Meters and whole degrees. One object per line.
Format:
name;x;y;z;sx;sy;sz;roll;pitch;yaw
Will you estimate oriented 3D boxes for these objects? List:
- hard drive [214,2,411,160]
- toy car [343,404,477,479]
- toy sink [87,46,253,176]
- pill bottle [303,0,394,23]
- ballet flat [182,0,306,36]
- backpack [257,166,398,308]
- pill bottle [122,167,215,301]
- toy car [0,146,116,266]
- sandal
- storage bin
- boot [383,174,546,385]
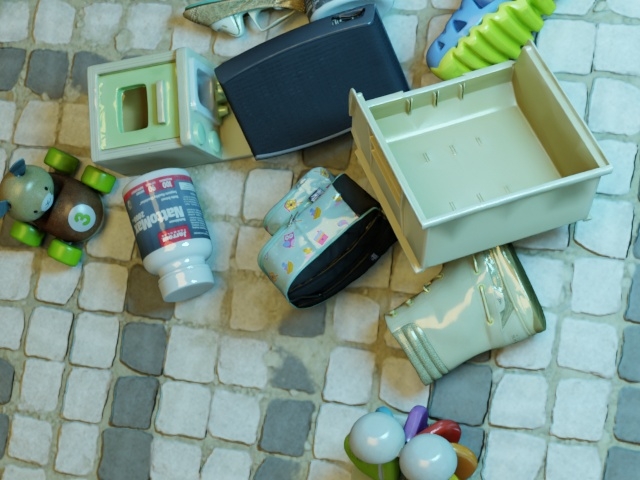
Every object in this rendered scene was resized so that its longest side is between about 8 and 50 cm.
hard drive;-0.010;-0.220;1.928;0.254;0.054;0.172;-20;110;11
toy car;0.125;0.287;1.811;0.182;0.159;0.136;20;54;22
toy sink;-0.218;-0.195;2.004;0.234;0.131;0.153;-7;80;18
pill bottle;0.019;-0.441;1.959;0.130;0.130;0.246;-17;76;16
ballet flat;-0.111;-0.345;2.026;0.206;0.073;0.067;-13;92;21
backpack;0.000;0.000;1.876;0.144;0.166;0.188;42;93;22
pill bottle;-0.220;-0.006;1.987;0.108;0.108;0.180;-24;75;15
toy car;-0.426;-0.063;2.025;0.149;0.188;0.155;25;91;22
sandal;0.260;-0.354;1.874;0.317;0.126;0.138;-46;62;1
storage bin;0.200;-0.120;1.768;0.262;0.123;0.260;-17;57;-12
boot;0.170;0.048;1.850;0.203;0.095;0.262;-28;76;15
